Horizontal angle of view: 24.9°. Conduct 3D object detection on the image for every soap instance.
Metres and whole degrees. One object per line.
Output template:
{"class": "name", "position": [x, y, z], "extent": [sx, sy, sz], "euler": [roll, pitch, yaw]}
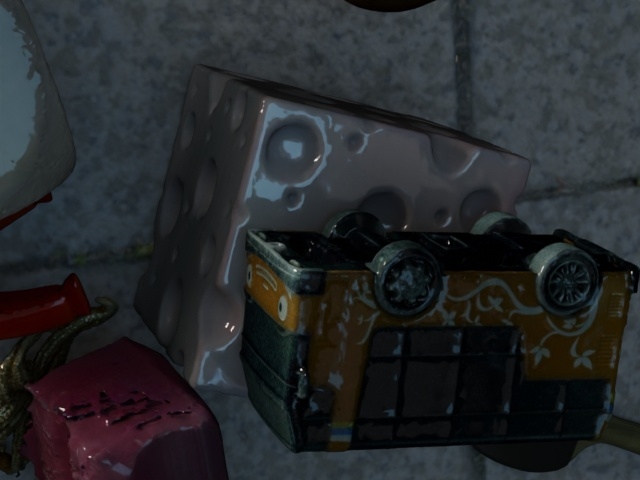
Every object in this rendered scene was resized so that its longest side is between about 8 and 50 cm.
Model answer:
{"class": "soap", "position": [-0.159, 0.247, 1.236], "extent": [0.127, 0.220, 0.324], "euler": [-18, 121, -25]}

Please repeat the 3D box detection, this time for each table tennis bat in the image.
{"class": "table tennis bat", "position": [0.256, 0.181, 1.501], "extent": [0.247, 0.022, 0.138], "euler": [18, 96, -21]}

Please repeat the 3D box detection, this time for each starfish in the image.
{"class": "starfish", "position": [-0.241, 0.129, 1.257], "extent": [0.053, 0.150, 0.209], "euler": [43, 101, 11]}

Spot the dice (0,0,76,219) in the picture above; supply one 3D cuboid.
{"class": "dice", "position": [-0.351, -0.125, 1.096], "extent": [0.259, 0.251, 0.243], "euler": [-22, 111, -13]}

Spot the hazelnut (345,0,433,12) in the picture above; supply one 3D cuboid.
{"class": "hazelnut", "position": [0.088, -0.314, 1.235], "extent": [0.217, 0.217, 0.251], "euler": [23, 71, -22]}

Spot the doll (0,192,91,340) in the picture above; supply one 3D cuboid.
{"class": "doll", "position": [-0.387, 0.062, 1.184], "extent": [0.384, 0.188, 0.099], "euler": [-24, 148, -5]}

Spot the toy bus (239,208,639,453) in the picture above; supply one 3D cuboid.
{"class": "toy bus", "position": [0.081, 0.069, 1.093], "extent": [0.275, 0.138, 0.167], "euler": [2, 104, -20]}

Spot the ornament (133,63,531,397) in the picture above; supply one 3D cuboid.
{"class": "ornament", "position": [0.000, 0.000, 1.251], "extent": [0.240, 0.239, 0.239], "euler": [12, 99, -20]}
